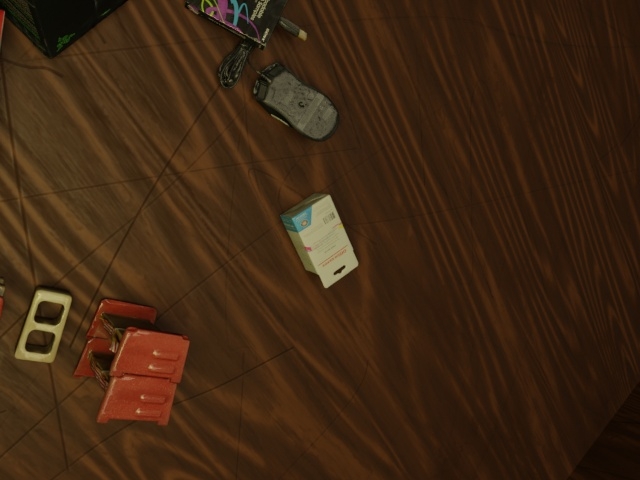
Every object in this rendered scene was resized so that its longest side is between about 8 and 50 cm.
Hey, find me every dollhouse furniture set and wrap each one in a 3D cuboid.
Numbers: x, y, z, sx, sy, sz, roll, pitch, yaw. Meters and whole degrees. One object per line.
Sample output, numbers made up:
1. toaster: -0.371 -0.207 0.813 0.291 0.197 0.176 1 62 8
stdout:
1. dollhouse furniture set: -0.426 0.170 0.847 0.374 0.201 0.152 18 89 -34

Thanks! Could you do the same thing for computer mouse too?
1. computer mouse: -0.061 -0.328 1.074 0.262 0.060 0.184 28 87 -21

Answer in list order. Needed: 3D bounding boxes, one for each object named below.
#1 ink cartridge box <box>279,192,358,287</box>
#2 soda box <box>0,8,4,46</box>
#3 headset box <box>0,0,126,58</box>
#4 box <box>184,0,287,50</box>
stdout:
1. ink cartridge box: 0.000 0.000 1.164 0.104 0.062 0.181 -34 114 -22
2. soda box: -0.527 -0.211 0.781 0.084 0.092 0.263 7 94 -34
3. headset box: -0.351 -0.419 0.753 0.131 0.283 0.246 46 72 -13
4. box: -0.151 -0.443 0.986 0.162 0.029 0.116 25 84 -16
